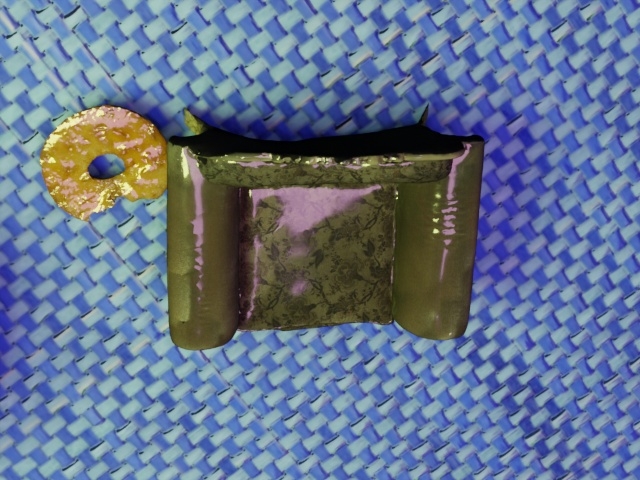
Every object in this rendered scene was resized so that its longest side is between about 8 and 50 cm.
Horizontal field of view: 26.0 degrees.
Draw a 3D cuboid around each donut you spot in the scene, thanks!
[{"bbox_3d":[-0.180,-0.071,1.164,0.108,0.043,0.097,-12,113,-5],"label":"donut"}]

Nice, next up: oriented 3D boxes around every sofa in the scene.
[{"bbox_3d":[0.000,0.000,1.151,0.258,0.182,0.200,-1,111,-11],"label":"sofa"}]
